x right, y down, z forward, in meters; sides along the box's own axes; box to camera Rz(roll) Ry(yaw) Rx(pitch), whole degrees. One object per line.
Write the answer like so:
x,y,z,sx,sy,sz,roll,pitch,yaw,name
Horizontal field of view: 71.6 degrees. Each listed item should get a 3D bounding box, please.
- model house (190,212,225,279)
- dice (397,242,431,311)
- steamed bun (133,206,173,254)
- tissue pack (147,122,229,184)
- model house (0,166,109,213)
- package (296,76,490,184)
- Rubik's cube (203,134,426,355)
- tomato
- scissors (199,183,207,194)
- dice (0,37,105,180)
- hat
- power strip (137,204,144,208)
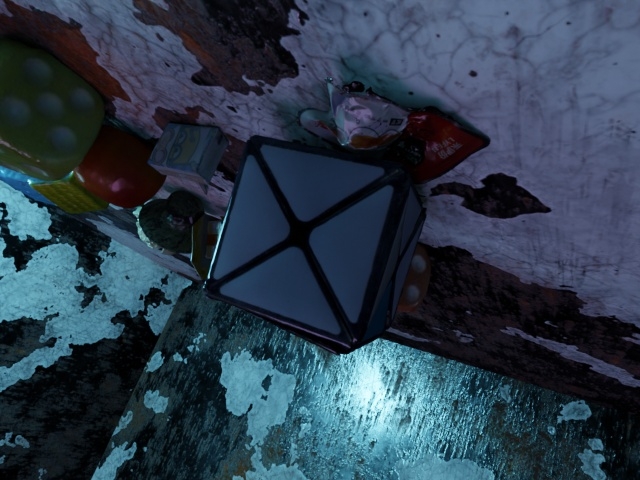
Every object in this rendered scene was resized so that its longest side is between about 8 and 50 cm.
-0.305,0.023,1.470,0.135,0.220,0.207,-2,173,34,model house
0.171,0.084,1.168,0.173,0.180,0.175,20,169,-19,dice
-0.631,-0.038,1.744,0.199,0.171,0.225,-5,160,3,steamed bun
-0.294,-0.198,0.991,0.154,0.116,0.065,14,162,29,tissue pack
-0.789,-0.208,1.351,0.302,0.216,0.237,24,164,7,model house
0.104,-0.169,0.697,0.269,0.071,0.194,14,170,-22,package
0.008,0.013,0.841,0.306,0.311,0.305,17,178,17,Rubik's cube
-0.549,-0.194,1.205,0.259,0.180,0.260,22,162,8,tomato
-0.345,-0.189,1.239,0.109,0.022,0.300,24,164,4,scissors
-0.659,-0.281,0.995,0.238,0.227,0.233,6,160,38,dice
-0.461,-0.088,1.483,0.265,0.266,0.128,27,126,-16,hat
-0.750,-0.206,1.610,0.193,0.060,0.265,19,163,-6,power strip
